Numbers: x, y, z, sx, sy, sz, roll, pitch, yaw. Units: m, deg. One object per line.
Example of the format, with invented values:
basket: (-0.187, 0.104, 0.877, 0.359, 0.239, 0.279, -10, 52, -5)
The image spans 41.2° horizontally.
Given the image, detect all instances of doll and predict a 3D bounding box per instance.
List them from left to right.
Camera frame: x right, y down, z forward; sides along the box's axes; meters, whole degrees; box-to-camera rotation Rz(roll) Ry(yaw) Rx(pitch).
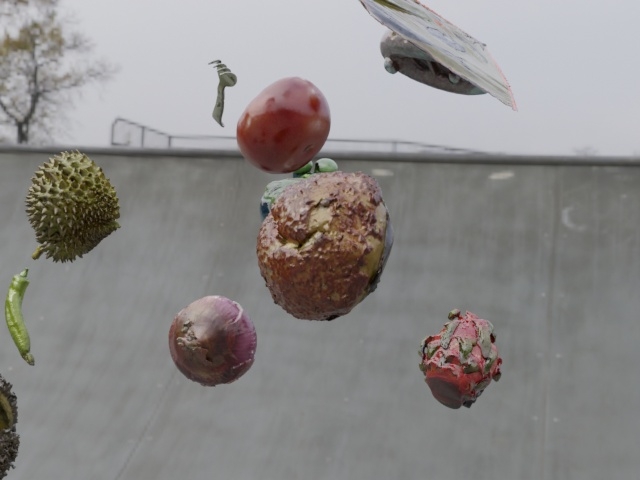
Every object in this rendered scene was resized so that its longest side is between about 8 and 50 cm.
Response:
doll: (-0.050, -0.099, 2.320, 0.198, 0.186, 0.322, 9, 31, 21)

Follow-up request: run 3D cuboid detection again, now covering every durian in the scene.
durian: (-0.511, 0.269, 1.184, 0.196, 0.196, 0.167, 2, -32, 48)
durian: (-0.367, -0.037, 1.179, 0.102, 0.146, 0.208, -11, -25, -47)

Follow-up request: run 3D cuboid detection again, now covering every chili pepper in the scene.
chili pepper: (-0.613, 0.157, 1.727, 0.049, 0.208, 0.043, 5, -24, -35)

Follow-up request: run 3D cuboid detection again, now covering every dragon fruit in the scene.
dragon fruit: (0.277, 0.228, 1.673, 0.160, 0.172, 0.166, 40, -31, 0)

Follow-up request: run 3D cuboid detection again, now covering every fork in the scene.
fork: (-0.134, -0.199, 1.179, 0.034, 0.028, 0.219, 38, -13, 4)

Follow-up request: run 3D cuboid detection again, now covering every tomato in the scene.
tomato: (-0.066, -0.214, 1.625, 0.136, 0.195, 0.195, 49, 20, 21)

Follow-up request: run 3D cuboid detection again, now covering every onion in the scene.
onion: (-0.267, 0.243, 2.034, 0.229, 0.230, 0.163, 2, -1, 14)

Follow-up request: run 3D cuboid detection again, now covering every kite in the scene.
kite: (0.101, -0.247, 0.936, 0.327, 0.013, 0.377, 2, 38, -52)

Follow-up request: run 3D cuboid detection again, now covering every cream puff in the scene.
cream puff: (0.000, 0.001, 1.252, 0.164, 0.240, 0.240, 38, -21, -31)

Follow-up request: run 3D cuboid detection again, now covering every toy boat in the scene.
toy boat: (0.204, -0.328, 1.585, 0.227, 0.085, 0.155, 28, -8, 30)
